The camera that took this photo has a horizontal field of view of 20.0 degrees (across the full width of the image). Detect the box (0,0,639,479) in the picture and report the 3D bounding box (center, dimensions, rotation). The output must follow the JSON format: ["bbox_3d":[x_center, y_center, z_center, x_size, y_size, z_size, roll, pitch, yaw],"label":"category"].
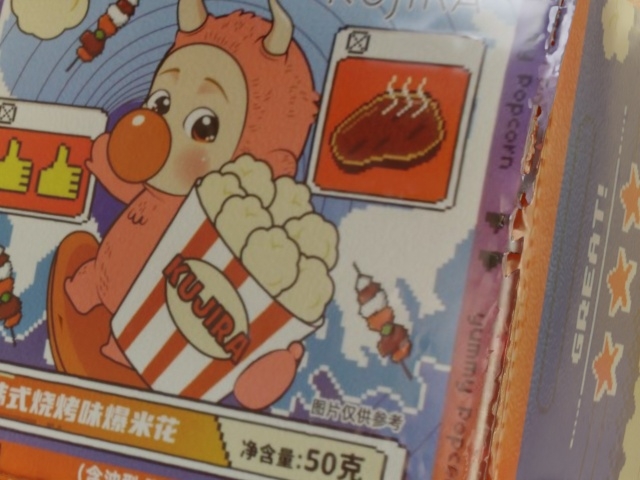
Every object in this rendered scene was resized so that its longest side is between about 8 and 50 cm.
[{"bbox_3d":[0.000,0.000,0.986,0.257,0.348,0.318,20,81,-61],"label":"box"}]
